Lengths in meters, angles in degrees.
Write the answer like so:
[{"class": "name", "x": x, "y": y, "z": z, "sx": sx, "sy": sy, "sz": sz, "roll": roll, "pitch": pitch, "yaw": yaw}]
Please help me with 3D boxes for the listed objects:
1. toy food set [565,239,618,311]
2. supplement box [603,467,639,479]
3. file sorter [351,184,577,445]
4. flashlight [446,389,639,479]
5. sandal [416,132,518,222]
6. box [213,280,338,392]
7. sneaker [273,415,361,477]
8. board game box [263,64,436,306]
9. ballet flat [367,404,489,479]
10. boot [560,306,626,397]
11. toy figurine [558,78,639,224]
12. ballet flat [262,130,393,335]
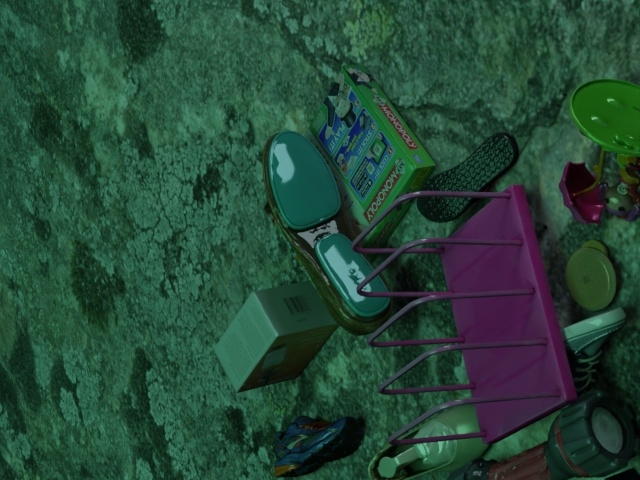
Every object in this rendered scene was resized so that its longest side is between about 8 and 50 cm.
[{"class": "toy food set", "x": 0.340, "y": 0.047, "z": 1.572, "sx": 0.082, "sy": 0.020, "sz": 0.083, "roll": -52, "pitch": 58, "yaw": 44}, {"class": "supplement box", "x": 0.376, "y": 0.345, "z": 1.557, "sx": 0.083, "sy": 0.056, "sz": 0.083, "roll": 55, "pitch": 135, "yaw": 30}, {"class": "file sorter", "x": 0.167, "y": 0.100, "z": 1.610, "sx": 0.202, "sy": 0.182, "sz": 0.291, "roll": 134, "pitch": 131, "yaw": -56}, {"class": "flashlight", "x": 0.275, "y": 0.291, "z": 1.631, "sx": 0.103, "sy": 0.103, "sz": 0.304, "roll": 55, "pitch": 135, "yaw": 1}, {"class": "sandal", "x": 0.206, "y": -0.082, "z": 1.711, "sx": 0.179, "sy": 0.040, "sz": 0.067, "roll": -38, "pitch": 72, "yaw": 33}, {"class": "box", "x": -0.073, "y": 0.156, "z": 2.033, "sx": 0.091, "sy": 0.130, "sz": 0.170, "roll": 59, "pitch": 138, "yaw": 25}, {"class": "sneaker", "x": -0.016, "y": 0.323, "z": 2.040, "sx": 0.221, "sy": 0.083, "sz": 0.087, "roll": -34, "pitch": 62, "yaw": 46}, {"class": "board game box", "x": 0.036, "y": -0.079, "z": 1.915, "sx": 0.213, "sy": 0.046, "sz": 0.317, "roll": 57, "pitch": 136, "yaw": 26}, {"class": "ballet flat", "x": 0.152, "y": 0.306, "z": 1.817, "sx": 0.248, "sy": 0.086, "sz": 0.086, "roll": -38, "pitch": 67, "yaw": 48}, {"class": "boot", "x": 0.330, "y": 0.149, "z": 1.577, "sx": 0.190, "sy": 0.069, "sz": 0.086, "roll": -40, "pitch": 71, "yaw": 58}, {"class": "toy figurine", "x": 0.354, "y": -0.080, "z": 1.483, "sx": 0.173, "sy": 0.130, "sz": 0.159, "roll": 31, "pitch": 139, "yaw": 17}, {"class": "ballet flat", "x": 0.000, "y": 0.000, "z": 1.873, "sx": 0.342, "sy": 0.116, "sz": 0.124, "roll": 59, "pitch": 156, "yaw": 20}]
